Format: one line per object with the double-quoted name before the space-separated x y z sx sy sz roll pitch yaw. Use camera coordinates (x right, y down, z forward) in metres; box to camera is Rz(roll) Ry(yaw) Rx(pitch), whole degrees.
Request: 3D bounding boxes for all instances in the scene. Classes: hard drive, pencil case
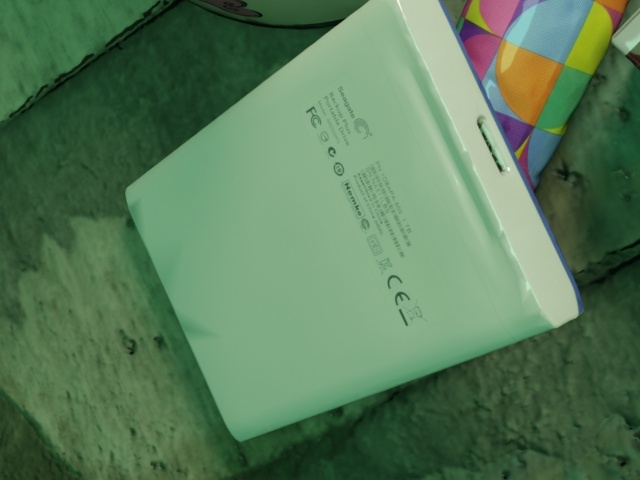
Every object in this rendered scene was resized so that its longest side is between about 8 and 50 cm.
"hard drive" 0.000 0.000 0.753 0.318 0.040 0.210 -29 84 48
"pencil case" 0.127 -0.119 0.727 0.104 0.104 0.236 30 105 17

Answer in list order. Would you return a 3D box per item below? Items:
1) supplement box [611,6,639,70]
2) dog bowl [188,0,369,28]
"supplement box" 0.280 -0.051 0.649 0.239 0.130 0.073 48 110 12
"dog bowl" -0.041 -0.345 0.739 0.408 0.150 0.408 3 98 23
